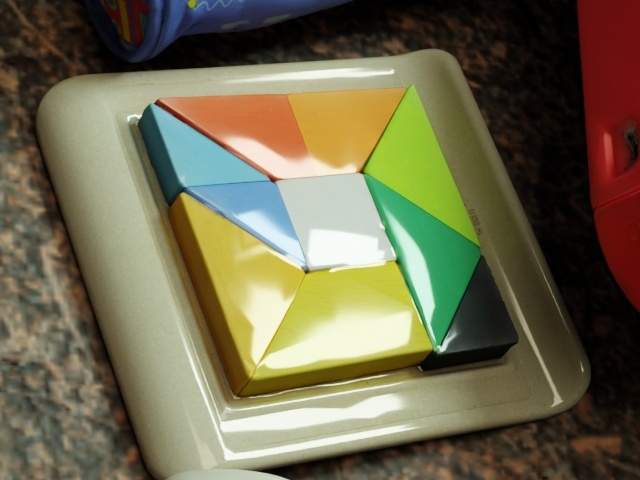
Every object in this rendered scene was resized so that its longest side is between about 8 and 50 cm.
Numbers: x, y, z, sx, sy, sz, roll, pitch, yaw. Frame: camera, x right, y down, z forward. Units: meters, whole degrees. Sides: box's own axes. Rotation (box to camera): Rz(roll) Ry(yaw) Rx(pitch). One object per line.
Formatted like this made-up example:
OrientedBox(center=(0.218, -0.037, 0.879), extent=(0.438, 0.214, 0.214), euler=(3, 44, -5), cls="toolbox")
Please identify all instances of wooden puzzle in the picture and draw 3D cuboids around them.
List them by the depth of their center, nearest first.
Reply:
OrientedBox(center=(0.000, 0.000, 0.958), extent=(0.238, 0.044, 0.221), euler=(-9, 64, -26), cls="wooden puzzle")

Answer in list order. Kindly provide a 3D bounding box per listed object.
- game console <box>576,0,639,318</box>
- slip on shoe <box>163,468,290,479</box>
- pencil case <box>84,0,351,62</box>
OrientedBox(center=(0.282, -0.099, 1.032), extent=(0.342, 0.060, 0.386), euler=(15, 61, -30), cls="game console")
OrientedBox(center=(-0.011, 0.141, 0.864), extent=(0.135, 0.051, 0.041), euler=(23, 51, -18), cls="slip on shoe")
OrientedBox(center=(0.007, -0.183, 1.027), extent=(0.306, 0.119, 0.133), euler=(-17, 26, -30), cls="pencil case")
